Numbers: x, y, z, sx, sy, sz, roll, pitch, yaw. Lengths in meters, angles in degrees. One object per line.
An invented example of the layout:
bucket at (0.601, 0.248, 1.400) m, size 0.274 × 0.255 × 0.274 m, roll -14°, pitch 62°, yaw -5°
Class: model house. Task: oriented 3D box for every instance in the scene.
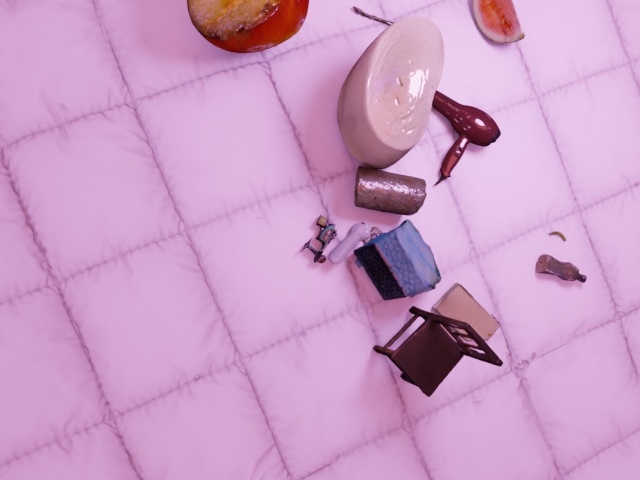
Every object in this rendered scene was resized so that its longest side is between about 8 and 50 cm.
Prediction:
model house at (0.280, 0.096, 1.565) m, size 0.241 × 0.226 × 0.261 m, roll -30°, pitch 92°, yaw 29°

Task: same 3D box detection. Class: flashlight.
flashlight at (0.110, 0.013, 1.565) m, size 0.200 × 0.093 × 0.047 m, roll -47°, pitch 127°, yaw -8°

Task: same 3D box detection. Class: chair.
chair at (0.379, 0.395, 1.437) m, size 0.240 × 0.416 × 0.203 m, roll -43°, pitch 95°, yaw -8°

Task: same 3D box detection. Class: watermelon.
watermelon at (0.687, -0.904, 1.664) m, size 0.128 × 0.159 × 0.303 m, roll -26°, pitch 94°, yaw 21°

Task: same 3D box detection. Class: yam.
yam at (0.246, -0.181, 1.557) m, size 0.268 × 0.161 × 0.161 m, roll 8°, pitch 88°, yaw -8°

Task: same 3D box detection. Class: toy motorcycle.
toy motorcycle at (0.000, 0.000, 1.565) m, size 0.100 × 0.058 × 0.173 m, roll 26°, pitch 84°, yaw -1°

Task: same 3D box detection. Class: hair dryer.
hair dryer at (0.503, -0.385, 1.648) m, size 0.312 × 0.123 × 0.340 m, roll 31°, pitch 95°, yaw 3°

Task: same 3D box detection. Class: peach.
peach at (-0.239, -0.800, 1.394) m, size 0.416 × 0.353 × 0.339 m, roll -29°, pitch 75°, yaw -31°

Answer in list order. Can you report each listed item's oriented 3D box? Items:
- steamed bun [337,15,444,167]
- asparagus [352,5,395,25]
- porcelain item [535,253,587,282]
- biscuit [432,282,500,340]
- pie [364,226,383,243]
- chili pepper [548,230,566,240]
steamed bun at (0.223, -0.504, 1.453) m, size 0.289 × 0.371 × 0.456 m, roll 14°, pitch 83°, yaw -8°
asparagus at (0.231, -0.867, 1.636) m, size 0.232 × 0.022 × 0.023 m, roll 16°, pitch 131°, yaw -11°
porcelain item at (1.004, 0.123, 1.721) m, size 0.215 × 0.069 × 0.081 m, roll 18°, pitch 82°, yaw -8°
biscuit at (0.579, 0.301, 1.657) m, size 0.252 × 0.052 × 0.150 m, roll 43°, pitch 86°, yaw -5°
pie at (0.203, -0.014, 1.617) m, size 0.085 × 0.017 × 0.085 m, roll 0°, pitch 88°, yaw -9°
chili pepper at (0.998, -0.021, 1.749) m, size 0.083 × 0.017 × 0.030 m, roll 26°, pitch 86°, yaw -9°
